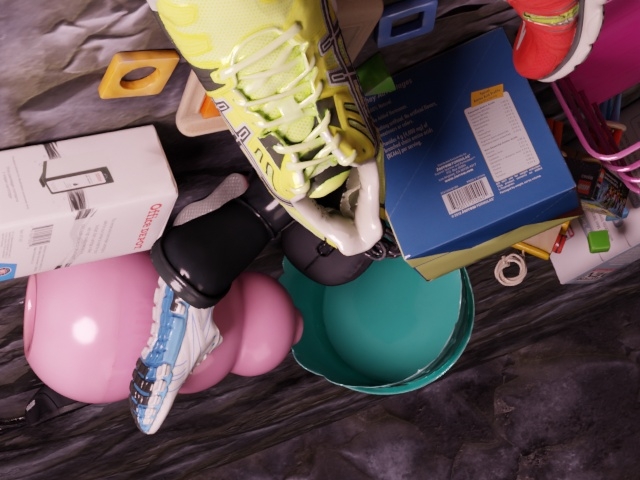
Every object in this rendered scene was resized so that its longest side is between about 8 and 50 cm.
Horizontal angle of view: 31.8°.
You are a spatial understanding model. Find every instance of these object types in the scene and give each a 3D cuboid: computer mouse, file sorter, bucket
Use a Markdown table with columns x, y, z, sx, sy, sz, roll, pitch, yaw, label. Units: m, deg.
| x | y | z | sx | sy | sz | roll | pitch | yaw | label |
| --- | --- | --- | --- | --- | --- | --- | --- | --- | --- |
| 0.000 | 0.000 | 1.435 | 0.072 | 0.188 | 0.272 | -53 | 178 | -14 | computer mouse |
| 0.398 | -0.176 | 1.312 | 0.202 | 0.182 | 0.291 | -29 | 160 | 21 | file sorter |
| -0.484 | 0.281 | 1.880 | 0.184 | 0.060 | 0.262 | -17 | 174 | -26 | computer mouse |
| 0.089 | 0.089 | 1.633 | 0.281 | 0.281 | 0.183 | -25 | 165 | 13 | bucket |

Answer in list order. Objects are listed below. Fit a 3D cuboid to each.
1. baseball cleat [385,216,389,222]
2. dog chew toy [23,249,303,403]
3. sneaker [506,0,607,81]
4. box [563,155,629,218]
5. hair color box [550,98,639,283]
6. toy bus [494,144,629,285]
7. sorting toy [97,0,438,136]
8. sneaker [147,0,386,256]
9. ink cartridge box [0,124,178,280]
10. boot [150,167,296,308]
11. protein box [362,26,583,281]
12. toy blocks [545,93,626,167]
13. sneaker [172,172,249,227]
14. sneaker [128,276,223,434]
| x | y | z | sx | sy | sz | roll | pitch | yaw | label |
| --- | --- | --- | --- | --- | --- | --- | --- | --- | --- |
| 0.162 | -0.062 | 1.500 | 0.206 | 0.109 | 0.072 | 2 | 134 | -36 | baseball cleat |
| -0.181 | 0.095 | 1.352 | 0.332 | 0.206 | 0.206 | 5 | 153 | -21 | dog chew toy |
| 0.211 | -0.250 | 1.077 | 0.118 | 0.107 | 0.279 | -3 | 155 | -4 | sneaker |
| 0.259 | -0.086 | 1.427 | 0.233 | 0.044 | 0.159 | 16 | 179 | 28 | box |
| 0.487 | -0.099 | 1.632 | 0.374 | 0.185 | 0.113 | -33 | 159 | 34 | hair color box |
| 0.315 | -0.041 | 1.599 | 0.202 | 0.191 | 0.104 | -22 | 162 | 3 | toy bus |
| -0.042 | -0.160 | 1.098 | 0.348 | 0.047 | 0.196 | -14 | 161 | -20 | sorting toy |
| -0.018 | -0.127 | 0.960 | 0.145 | 0.147 | 0.384 | -32 | 144 | 5 | sneaker |
| -0.265 | -0.035 | 1.151 | 0.203 | 0.086 | 0.148 | -13 | 161 | -25 | ink cartridge box |
| -0.063 | -0.044 | 1.204 | 0.207 | 0.094 | 0.246 | -45 | 180 | 19 | boot |
| 0.160 | -0.093 | 1.263 | 0.200 | 0.201 | 0.136 | -24 | 162 | 10 | protein box |
| 0.348 | -0.134 | 1.523 | 0.123 | 0.148 | 0.054 | 10 | 176 | 9 | toy blocks |
| -0.117 | -0.032 | 1.378 | 0.134 | 0.051 | 0.070 | -36 | 152 | 29 | sneaker |
| -0.149 | 0.124 | 1.232 | 0.083 | 0.190 | 0.071 | 17 | -179 | -36 | sneaker |
